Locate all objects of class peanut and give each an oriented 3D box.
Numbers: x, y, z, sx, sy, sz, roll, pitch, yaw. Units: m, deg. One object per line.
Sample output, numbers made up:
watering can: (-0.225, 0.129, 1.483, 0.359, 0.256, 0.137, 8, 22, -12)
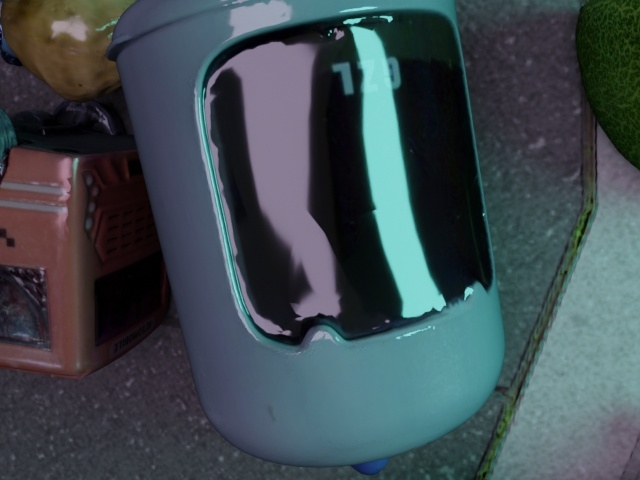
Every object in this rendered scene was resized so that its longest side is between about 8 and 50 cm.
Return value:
peanut: (-0.198, -0.194, 0.609, 0.140, 0.109, 0.159, 2, 69, 21)

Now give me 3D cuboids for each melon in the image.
melon: (0.291, -0.083, 0.465, 0.265, 0.169, 0.129, 18, 101, 14)

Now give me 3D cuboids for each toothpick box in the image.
toothpick box: (0.000, 0.000, 0.524, 0.263, 0.263, 0.355, -10, 96, 16)

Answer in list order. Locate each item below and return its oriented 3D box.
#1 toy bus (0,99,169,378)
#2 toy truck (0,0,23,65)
toy bus: (-0.352, -0.020, 0.629, 0.426, 0.203, 0.233, 6, 102, 12)
toy truck: (-0.290, -0.219, 0.670, 0.073, 0.056, 0.090, 40, 91, 14)
